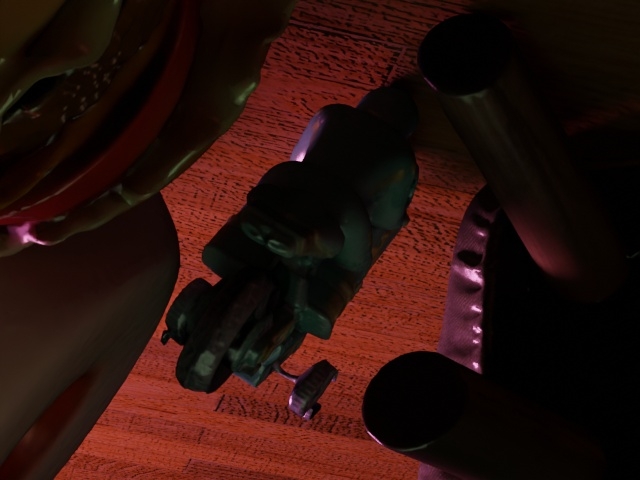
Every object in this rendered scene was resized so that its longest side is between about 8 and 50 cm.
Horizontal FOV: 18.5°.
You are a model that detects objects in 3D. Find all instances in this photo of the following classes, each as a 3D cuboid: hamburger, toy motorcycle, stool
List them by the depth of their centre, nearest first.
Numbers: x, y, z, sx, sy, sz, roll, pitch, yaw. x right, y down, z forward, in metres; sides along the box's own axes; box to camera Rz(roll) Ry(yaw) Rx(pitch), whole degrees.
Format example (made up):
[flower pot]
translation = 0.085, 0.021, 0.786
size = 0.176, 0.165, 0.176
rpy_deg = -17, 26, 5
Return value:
[hamburger]
translation = -0.143, -0.123, 0.878
size = 0.274, 0.274, 0.212
rpy_deg = -3, 158, 26
[stool]
translation = 0.188, 0.038, 1.115
size = 0.310, 0.310, 0.226
rpy_deg = -2, 149, 21
[toy motorcycle]
translation = -0.001, 0.000, 1.215
size = 0.109, 0.198, 0.296
rpy_deg = 32, -159, 8

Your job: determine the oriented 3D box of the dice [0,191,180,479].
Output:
[dice]
translation = -0.275, 0.025, 1.114
size = 0.304, 0.277, 0.304
rpy_deg = 36, -158, 6
